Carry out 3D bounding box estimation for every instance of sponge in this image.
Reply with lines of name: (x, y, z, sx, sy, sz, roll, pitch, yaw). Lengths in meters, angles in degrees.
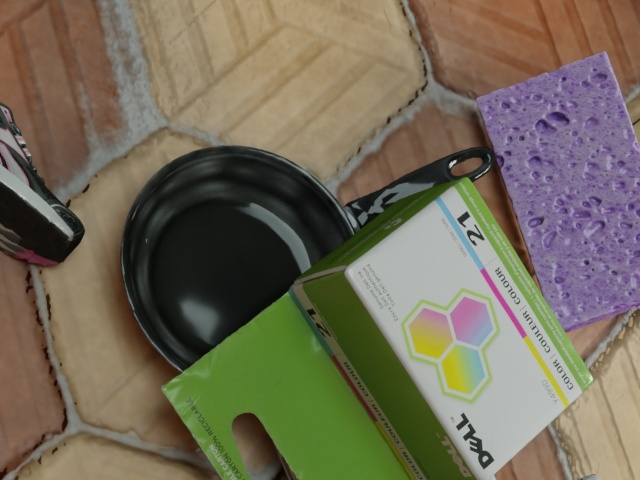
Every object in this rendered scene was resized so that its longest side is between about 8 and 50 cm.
sponge: (0.216, -0.039, 1.298, 0.117, 0.031, 0.210, -19, 78, 6)

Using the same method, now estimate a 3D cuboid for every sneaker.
sneaker: (-0.235, -0.062, 1.126, 0.178, 0.072, 0.077, 42, 50, -10)

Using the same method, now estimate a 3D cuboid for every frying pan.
frying pan: (-0.023, -0.019, 1.208, 0.197, 0.053, 0.326, 43, 59, -6)

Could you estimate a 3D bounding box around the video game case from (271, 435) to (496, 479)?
video game case: (0.050, 0.168, 1.190, 0.157, 0.019, 0.143, -19, 79, -27)

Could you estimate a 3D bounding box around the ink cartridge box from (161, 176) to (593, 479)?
ink cartridge box: (0.046, 0.104, 1.129, 0.255, 0.097, 0.188, -37, 99, -30)

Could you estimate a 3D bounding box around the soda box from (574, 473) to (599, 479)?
soda box: (0.216, 0.317, 1.117, 0.091, 0.098, 0.286, -27, 83, -28)

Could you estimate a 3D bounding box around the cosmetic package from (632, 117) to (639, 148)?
cosmetic package: (0.277, -0.069, 1.362, 0.115, 0.041, 0.060, -37, 88, -30)
